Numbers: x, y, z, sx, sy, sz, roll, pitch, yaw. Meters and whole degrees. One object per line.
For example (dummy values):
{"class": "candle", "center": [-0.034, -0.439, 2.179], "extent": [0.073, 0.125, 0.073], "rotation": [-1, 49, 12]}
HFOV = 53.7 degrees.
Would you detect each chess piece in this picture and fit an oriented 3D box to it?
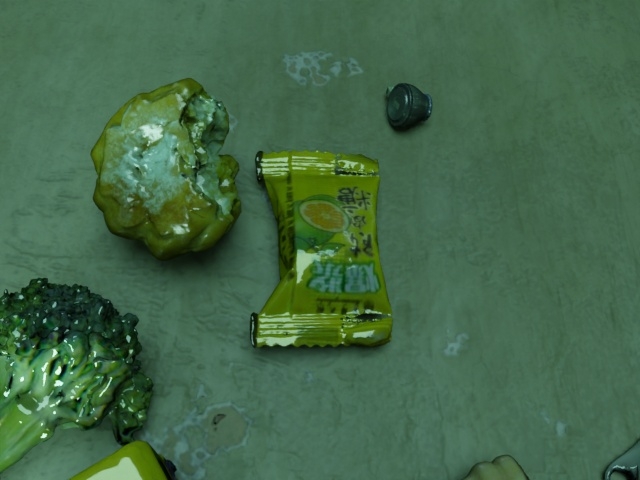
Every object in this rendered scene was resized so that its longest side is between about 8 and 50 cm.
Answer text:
{"class": "chess piece", "center": [0.142, 0.299, 0.698], "extent": [0.170, 0.094, 0.094], "rotation": [-9, 64, -5]}

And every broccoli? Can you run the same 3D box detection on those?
{"class": "broccoli", "center": [-0.297, 0.185, 0.703], "extent": [0.198, 0.177, 0.274], "rotation": [21, 90, -33]}

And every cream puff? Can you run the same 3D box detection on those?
{"class": "cream puff", "center": [-0.187, -0.086, 0.808], "extent": [0.195, 0.195, 0.221], "rotation": [-4, 90, -9]}

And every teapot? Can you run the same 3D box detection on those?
{"class": "teapot", "center": [0.137, -0.214, 0.984], "extent": [0.057, 0.066, 0.088], "rotation": [2, 37, -27]}

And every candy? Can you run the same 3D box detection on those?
{"class": "candy", "center": [0.000, 0.000, 0.838], "extent": [0.187, 0.081, 0.297], "rotation": [1, 62, -8]}

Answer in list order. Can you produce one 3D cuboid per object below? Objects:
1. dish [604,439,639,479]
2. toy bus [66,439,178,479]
{"class": "dish", "center": [0.503, 0.313, 0.713], "extent": [0.303, 0.120, 0.303], "rotation": [3, 62, -6]}
{"class": "toy bus", "center": [-0.119, 0.412, 0.515], "extent": [0.209, 0.249, 0.440], "rotation": [-28, 69, -19]}
